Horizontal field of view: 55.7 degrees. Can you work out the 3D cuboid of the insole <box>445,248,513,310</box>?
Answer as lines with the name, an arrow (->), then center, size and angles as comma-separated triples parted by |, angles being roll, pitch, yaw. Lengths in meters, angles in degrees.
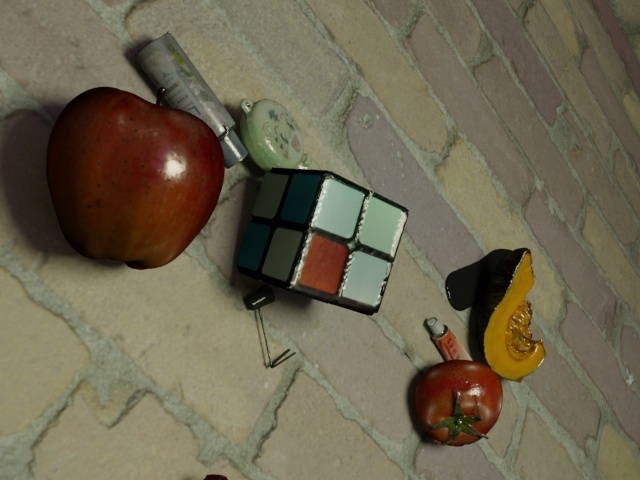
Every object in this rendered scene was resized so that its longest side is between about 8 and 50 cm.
insole -> 0.393, 0.088, 1.399 | 0.348, 0.009, 0.119 | -13, 87, -43

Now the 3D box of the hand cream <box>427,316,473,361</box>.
hand cream -> 0.279, 0.240, 1.245 | 0.052, 0.038, 0.216 | -43, 114, -11

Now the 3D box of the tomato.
tomato -> 0.261, 0.295, 1.138 | 0.167, 0.167, 0.168 | 12, 71, -39

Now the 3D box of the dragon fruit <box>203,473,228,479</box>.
dragon fruit -> -0.145, 0.400, 0.770 | 0.092, 0.122, 0.193 | 6, 77, -25

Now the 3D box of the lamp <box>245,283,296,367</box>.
lamp -> -0.082, 0.134, 0.949 | 0.054, 0.041, 0.121 | -28, 95, -34

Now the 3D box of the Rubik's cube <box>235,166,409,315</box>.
Rubik's cube -> 0.000, 0.000, 0.935 | 0.180, 0.167, 0.184 | 24, 82, -36

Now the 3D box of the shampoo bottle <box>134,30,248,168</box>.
shampoo bottle -> -0.189, -0.207, 0.918 | 0.214, 0.072, 0.072 | 54, 50, -17

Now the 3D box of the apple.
apple -> -0.228, -0.078, 0.746 | 0.233, 0.234, 0.234 | 12, 71, -39

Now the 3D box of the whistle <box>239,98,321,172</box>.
whistle -> -0.053, -0.139, 1.025 | 0.258, 0.067, 0.126 | 46, 39, -30

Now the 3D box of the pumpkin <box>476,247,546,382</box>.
pumpkin -> 0.379, 0.165, 1.310 | 0.162, 0.111, 0.279 | -20, 106, -27
